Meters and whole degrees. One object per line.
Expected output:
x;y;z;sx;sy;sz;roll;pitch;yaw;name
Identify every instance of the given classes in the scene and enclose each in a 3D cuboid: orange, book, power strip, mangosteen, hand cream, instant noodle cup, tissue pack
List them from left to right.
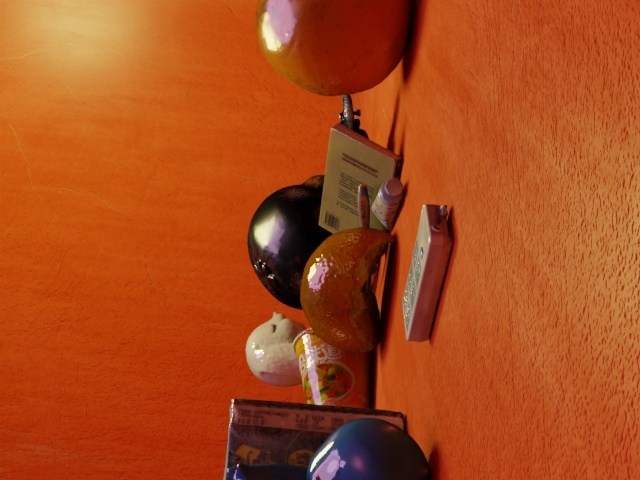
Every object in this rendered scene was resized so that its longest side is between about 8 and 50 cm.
-0.013;0.330;1.387;0.081;0.257;0.185;-91;8;-54;tissue pack
-0.011;0.008;2.094;0.313;0.297;0.297;-28;-48;-53;mangosteen
0.026;-0.426;1.806;0.312;0.312;0.312;-174;90;-87;orange
0.031;0.279;1.833;0.168;0.168;0.185;99;167;-53;instant noodle cup
0.047;0.084;1.744;0.179;0.158;0.237;-48;-33;-62;orange
0.072;-0.094;1.812;0.026;0.161;0.231;-32;-38;-40;book
0.120;-0.067;1.696;0.065;0.043;0.171;54;165;12;hand cream
0.136;0.044;1.212;0.081;0.035;0.192;-87;3;-52;power strip

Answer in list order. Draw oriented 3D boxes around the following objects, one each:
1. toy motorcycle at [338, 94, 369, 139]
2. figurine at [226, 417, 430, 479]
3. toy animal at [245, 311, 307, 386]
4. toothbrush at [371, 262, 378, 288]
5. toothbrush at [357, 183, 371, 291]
0.079;-0.139;1.945;0.169;0.113;0.315;93;167;-81;toy motorcycle
0.024;0.410;1.208;0.298;0.243;0.416;43;149;29;figurine
-0.049;0.278;2.266;0.272;0.264;0.206;116;158;-78;toy animal
0.096;0.160;1.988;0.030;0.030;0.304;-89;8;-62;toothbrush
0.090;0.033;1.830;0.031;0.023;0.321;-90;-5;-62;toothbrush
